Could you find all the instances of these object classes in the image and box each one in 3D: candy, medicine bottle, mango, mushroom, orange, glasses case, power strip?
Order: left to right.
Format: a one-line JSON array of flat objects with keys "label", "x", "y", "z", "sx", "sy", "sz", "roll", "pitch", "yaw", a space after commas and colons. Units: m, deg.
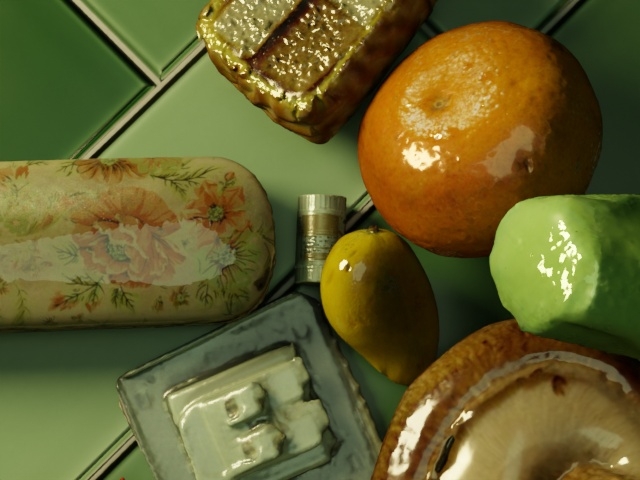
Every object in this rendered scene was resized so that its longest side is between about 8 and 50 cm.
[{"label": "glasses case", "x": -0.253, "y": 0.005, "z": 1.416, "sx": 0.425, "sy": 0.098, "sz": 0.156, "roll": -2, "pitch": 79, "yaw": -1}, {"label": "power strip", "x": -0.062, "y": 0.171, "z": 1.420, "sx": 0.213, "sy": 0.064, "sz": 0.198, "roll": -26, "pitch": 83, "yaw": -3}, {"label": "medicine bottle", "x": 0.000, "y": 0.000, "z": 1.448, "sx": 0.047, "sy": 0.047, "sz": 0.083, "roll": 2, "pitch": 83, "yaw": -1}, {"label": "mango", "x": 0.058, "y": 0.062, "z": 1.415, "sx": 0.103, "sy": 0.076, "sz": 0.161, "roll": -42, "pitch": 118, "yaw": -26}, {"label": "orange", "x": 0.144, "y": -0.087, "z": 1.395, "sx": 0.224, "sy": 0.170, "sz": 0.224, "roll": -14, "pitch": 55, "yaw": 21}, {"label": "mushroom", "x": 0.208, "y": 0.224, "z": 1.321, "sx": 0.345, "sy": 0.259, "sz": 0.345, "roll": 0, "pitch": 79, "yaw": -2}, {"label": "candy", "x": 0.309, "y": 0.043, "z": 1.336, "sx": 0.343, "sy": 0.132, "sz": 0.142, "roll": 9, "pitch": 72, "yaw": -33}]

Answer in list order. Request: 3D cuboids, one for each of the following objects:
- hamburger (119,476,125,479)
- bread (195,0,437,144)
[{"label": "hamburger", "x": -0.227, "y": 0.284, "z": 1.357, "sx": 0.137, "sy": 0.175, "sz": 0.175, "roll": 13, "pitch": 84, "yaw": 7}, {"label": "bread", "x": -0.001, "y": -0.214, "z": 1.432, "sx": 0.181, "sy": 0.096, "sz": 0.222, "roll": 34, "pitch": 84, "yaw": 23}]
